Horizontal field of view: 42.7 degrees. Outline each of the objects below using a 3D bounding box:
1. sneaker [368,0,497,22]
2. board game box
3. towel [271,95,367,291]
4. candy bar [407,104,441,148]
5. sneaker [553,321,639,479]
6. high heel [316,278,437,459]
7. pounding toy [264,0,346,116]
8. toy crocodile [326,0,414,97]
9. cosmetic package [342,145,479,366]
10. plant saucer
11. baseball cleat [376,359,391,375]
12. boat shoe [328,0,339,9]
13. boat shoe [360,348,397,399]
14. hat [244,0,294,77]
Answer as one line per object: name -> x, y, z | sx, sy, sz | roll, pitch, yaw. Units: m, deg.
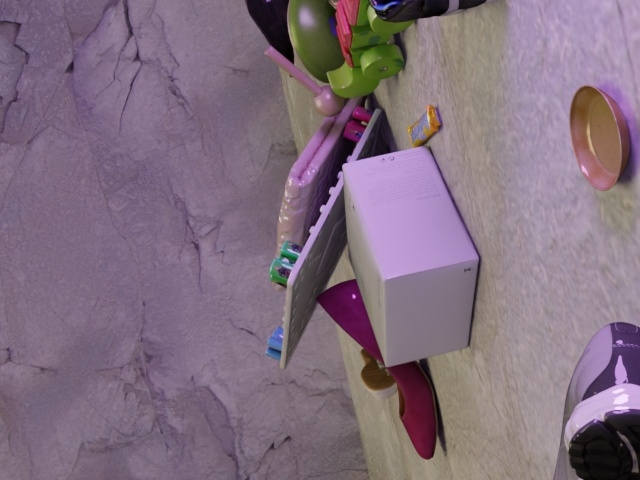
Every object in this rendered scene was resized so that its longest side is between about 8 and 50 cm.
sneaker -> 0.099, -0.269, 0.853 | 0.217, 0.121, 0.079 | -124, 23, -76
board game box -> 0.000, 0.000, 1.529 | 0.390, 0.050, 0.390 | 98, -163, -60
towel -> -0.005, -0.106, 1.570 | 0.332, 0.053, 0.317 | 100, -165, -52
candy bar -> 0.147, -0.161, 1.173 | 0.161, 0.018, 0.040 | 141, 116, -85
sneaker -> 0.241, 0.170, 0.664 | 0.271, 0.100, 0.108 | 79, -160, -49
high heel -> 0.115, 0.258, 1.611 | 0.127, 0.181, 0.377 | 128, 129, -83
pounding toy -> 0.035, -0.341, 1.355 | 0.183, 0.110, 0.237 | 46, -126, -35
toy crocodile -> 0.066, -0.321, 1.172 | 0.340, 0.105, 0.115 | 96, 161, -72
cosmetic package -> 0.126, 0.026, 1.204 | 0.224, 0.138, 0.224 | 83, 171, -50
plant saucer -> 0.217, -0.080, 0.632 | 0.083, 0.015, 0.083 | 167, 90, -84
baseball cleat -> 0.157, 0.206, 1.767 | 0.206, 0.072, 0.109 | 89, -177, -56
boat shoe -> 0.025, -0.447, 1.156 | 0.116, 0.097, 0.324 | 31, 152, 19
boat shoe -> 0.149, 0.327, 1.926 | 0.277, 0.098, 0.096 | -81, -21, -79
hat -> -0.076, -0.560, 1.944 | 0.331, 0.134, 0.331 | -18, -90, -77
